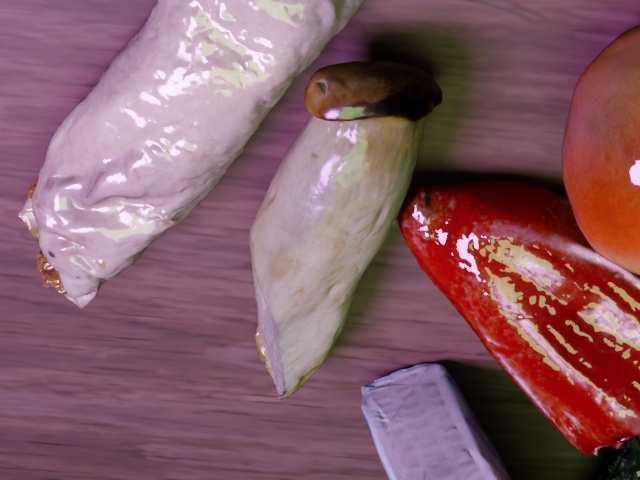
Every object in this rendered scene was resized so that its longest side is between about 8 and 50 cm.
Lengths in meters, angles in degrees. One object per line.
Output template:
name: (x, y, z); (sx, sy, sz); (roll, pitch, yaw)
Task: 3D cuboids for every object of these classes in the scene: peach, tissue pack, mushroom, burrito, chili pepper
peach: (0.247, -0.056, 1.259); (0.184, 0.184, 0.184); (3, 131, 3)
tissue pack: (0.130, 0.242, 1.528); (0.089, 0.177, 0.263); (-26, 126, 3)
mushroom: (-0.003, 0.000, 1.379); (0.107, 0.087, 0.333); (-8, 142, -31)
burrito: (-0.101, -0.094, 1.323); (0.117, 0.076, 0.392); (34, 124, -15)
chili pepper: (0.170, 0.034, 1.392); (0.253, 0.136, 0.144); (42, 152, -18)

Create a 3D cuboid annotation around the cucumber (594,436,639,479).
cucumber: (0.247, 0.232, 1.580); (0.068, 0.067, 0.293); (12, 132, -5)
